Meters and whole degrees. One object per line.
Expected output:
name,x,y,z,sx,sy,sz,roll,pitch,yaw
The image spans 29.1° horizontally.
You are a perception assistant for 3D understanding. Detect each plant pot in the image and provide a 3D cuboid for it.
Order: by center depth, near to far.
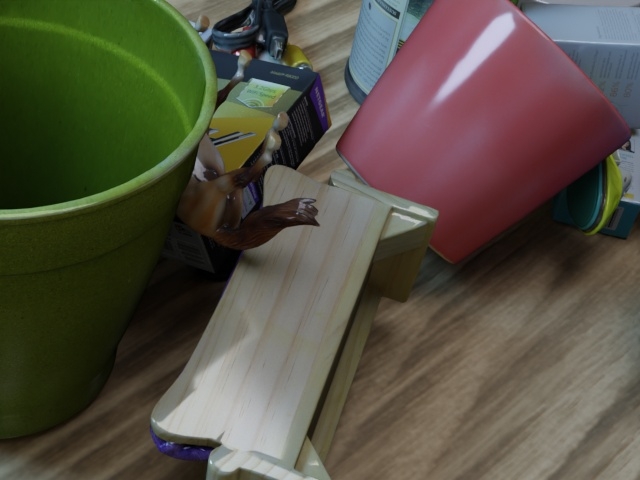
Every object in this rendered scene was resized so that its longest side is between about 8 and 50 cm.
plant pot,-0.292,-0.016,1.114,0.366,0.353,0.366,7,43,-6
plant pot,0.167,-0.124,1.384,0.275,0.243,0.275,43,8,-7

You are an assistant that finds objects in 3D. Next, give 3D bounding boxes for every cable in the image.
cable,-0.086,-0.293,1.696,0.139,0.072,0.287,7,32,-11

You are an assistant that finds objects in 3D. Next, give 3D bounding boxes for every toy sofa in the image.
toy sofa,-0.024,0.108,1.165,0.177,0.150,0.363,18,51,4

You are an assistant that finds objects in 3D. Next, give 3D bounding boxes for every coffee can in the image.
coffee can,0.153,-0.309,1.597,0.201,0.275,0.202,7,43,-6

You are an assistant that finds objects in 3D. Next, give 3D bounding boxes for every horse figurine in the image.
horse figurine,-0.102,-0.081,1.157,0.066,0.174,0.263,5,43,-43

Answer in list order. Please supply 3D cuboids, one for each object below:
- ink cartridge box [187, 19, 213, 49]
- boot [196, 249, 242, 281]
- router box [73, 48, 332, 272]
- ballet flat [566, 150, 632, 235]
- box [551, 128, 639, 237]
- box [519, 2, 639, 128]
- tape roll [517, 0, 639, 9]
ink cartridge box,-0.276,-0.246,1.593,0.206,0.045,0.208,23,45,11
boot,-0.079,-0.013,1.352,0.121,0.099,0.045,-21,54,-30
router box,-0.180,-0.110,1.348,0.308,0.081,0.243,16,52,28
ballet flat,0.330,-0.089,1.471,0.077,0.077,0.231,16,39,-19
box,0.360,-0.113,1.597,0.100,0.060,0.244,14,42,2
box,0.333,-0.222,1.567,0.170,0.130,0.091,3,42,-1
tape roll,0.349,-0.384,1.858,0.286,0.100,0.286,7,42,-7
